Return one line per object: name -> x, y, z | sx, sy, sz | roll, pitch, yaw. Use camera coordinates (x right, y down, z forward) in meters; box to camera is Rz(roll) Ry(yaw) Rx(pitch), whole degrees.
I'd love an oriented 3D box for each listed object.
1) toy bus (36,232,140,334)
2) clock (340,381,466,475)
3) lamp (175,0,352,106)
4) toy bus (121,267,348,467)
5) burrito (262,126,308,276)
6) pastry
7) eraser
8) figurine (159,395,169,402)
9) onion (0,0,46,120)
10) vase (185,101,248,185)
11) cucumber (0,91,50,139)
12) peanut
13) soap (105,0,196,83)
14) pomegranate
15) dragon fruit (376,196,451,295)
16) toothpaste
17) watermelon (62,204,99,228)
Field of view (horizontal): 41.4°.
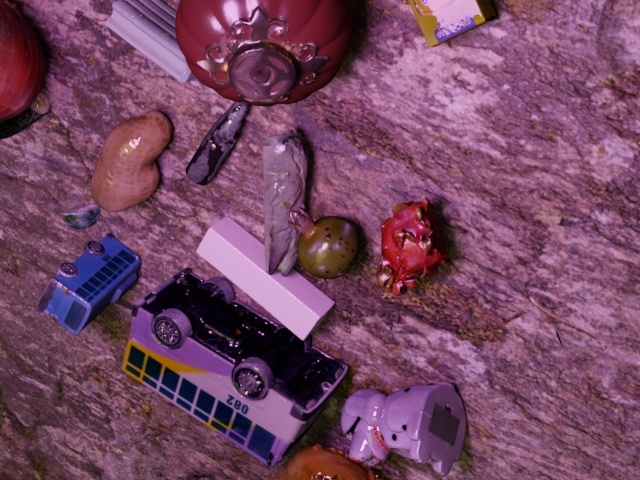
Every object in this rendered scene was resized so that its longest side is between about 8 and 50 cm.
toy bus -> -0.510, 0.094, 1.904 | 0.134, 0.234, 0.116 | 35, 123, 2
clock -> 0.143, 0.371, 1.723 | 0.254, 0.189, 0.188 | -5, 109, 36
lamp -> -0.096, -0.369, 1.459 | 0.303, 0.257, 0.303 | -1, 144, -1
toy bus -> -0.189, 0.278, 1.821 | 0.440, 0.209, 0.249 | 29, 122, 14
burrito -> -0.069, -0.070, 1.672 | 0.066, 0.096, 0.309 | 32, 128, 45
pastry -> 0.011, 0.571, 1.871 | 0.255, 0.162, 0.311 | 37, 128, -3
eraser -> -0.116, 0.077, 1.776 | 0.298, 0.076, 0.078 | 39, 124, 9
figurine -> -0.365, 0.311, 2.002 | 0.157, 0.114, 0.126 | 50, 167, -32
onion -> -0.745, -0.401, 1.757 | 0.354, 0.353, 0.353 | 11, 116, 24
vase -> -0.204, -0.202, 1.711 | 0.060, 0.060, 0.211 | 42, 124, 6
cucumber -> -0.706, -0.277, 1.951 | 0.215, 0.052, 0.058 | -22, 80, 34
peanut -> -0.402, -0.167, 1.798 | 0.137, 0.122, 0.253 | 13, 124, -22
soap -> -0.301, -0.395, 1.644 | 0.198, 0.119, 0.066 | 38, 126, 9
pomegranate -> -0.003, 0.004, 1.648 | 0.159, 0.129, 0.129 | 27, 123, -4
dragon fruit -> 0.167, 0.019, 1.567 | 0.150, 0.133, 0.207 | 31, 119, 9
toothpaste -> 0.171, -0.487, 1.380 | 0.110, 0.077, 0.327 | -19, 101, 32
watermelon -> -0.552, -0.065, 1.973 | 0.085, 0.085, 0.061 | -53, 53, 34
